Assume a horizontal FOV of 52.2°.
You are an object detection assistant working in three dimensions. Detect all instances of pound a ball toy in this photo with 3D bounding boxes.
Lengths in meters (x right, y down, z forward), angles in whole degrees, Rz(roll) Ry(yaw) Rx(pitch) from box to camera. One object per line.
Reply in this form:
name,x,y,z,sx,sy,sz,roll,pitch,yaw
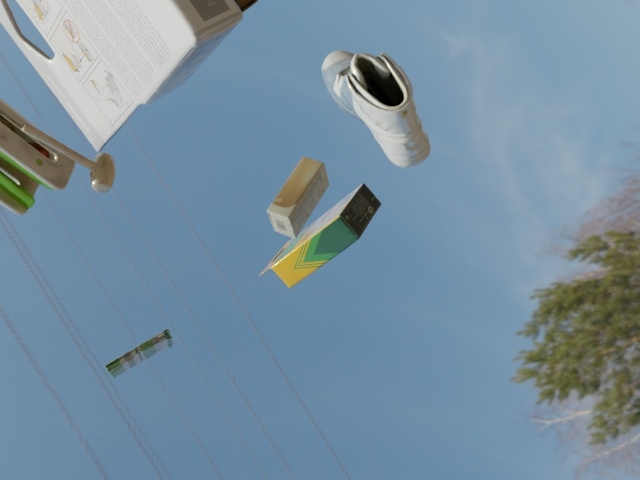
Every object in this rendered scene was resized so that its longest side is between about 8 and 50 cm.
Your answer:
pound a ball toy,-0.542,-0.189,1.167,0.319,0.208,0.136,43,-147,-38

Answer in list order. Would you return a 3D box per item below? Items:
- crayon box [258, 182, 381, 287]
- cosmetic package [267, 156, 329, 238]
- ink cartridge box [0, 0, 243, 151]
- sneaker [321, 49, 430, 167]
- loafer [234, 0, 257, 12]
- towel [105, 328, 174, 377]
crayon box,0.000,0.000,1.743,0.083,0.323,0.203,48,-145,-8
cosmetic package,-0.033,-0.067,1.016,0.041,0.060,0.115,20,-118,22
ink cartridge box,-0.239,-0.264,0.629,0.066,0.261,0.296,-42,-78,-37
sneaker,0.078,-0.270,1.086,0.292,0.108,0.169,53,177,34
loafer,-0.258,-0.702,1.961,0.170,0.061,0.062,-44,-36,-11
towel,-0.390,0.252,1.425,0.152,0.113,0.023,-31,-105,-19
